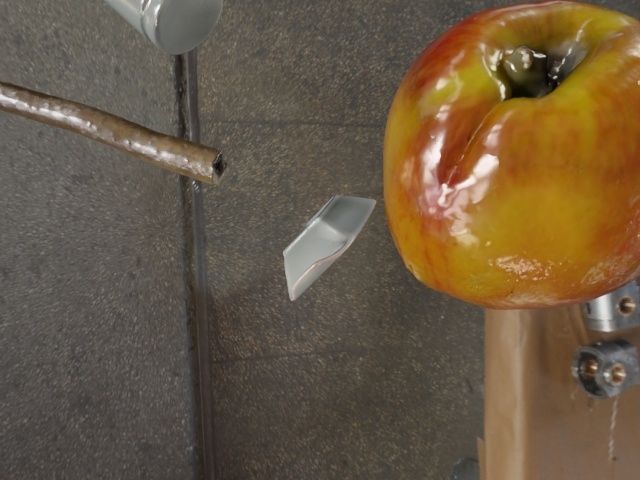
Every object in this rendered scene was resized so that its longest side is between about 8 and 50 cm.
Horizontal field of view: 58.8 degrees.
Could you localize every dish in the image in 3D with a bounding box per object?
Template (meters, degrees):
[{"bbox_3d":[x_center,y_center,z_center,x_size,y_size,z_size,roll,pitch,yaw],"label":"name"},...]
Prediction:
[{"bbox_3d":[0.000,0.000,0.898,0.064,0.234,0.154,43,116,-5],"label":"dish"}]

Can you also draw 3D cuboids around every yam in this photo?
[{"bbox_3d":[-0.271,-0.138,0.694,0.326,0.045,0.045,19,98,7],"label":"yam"}]

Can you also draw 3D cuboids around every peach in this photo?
[{"bbox_3d":[0.177,-0.054,0.482,0.281,0.238,0.281,-27,142,-24],"label":"peach"}]

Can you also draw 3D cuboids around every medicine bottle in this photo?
[{"bbox_3d":[-0.115,-0.171,0.371,0.091,0.058,0.058,43,79,12],"label":"medicine bottle"}]
